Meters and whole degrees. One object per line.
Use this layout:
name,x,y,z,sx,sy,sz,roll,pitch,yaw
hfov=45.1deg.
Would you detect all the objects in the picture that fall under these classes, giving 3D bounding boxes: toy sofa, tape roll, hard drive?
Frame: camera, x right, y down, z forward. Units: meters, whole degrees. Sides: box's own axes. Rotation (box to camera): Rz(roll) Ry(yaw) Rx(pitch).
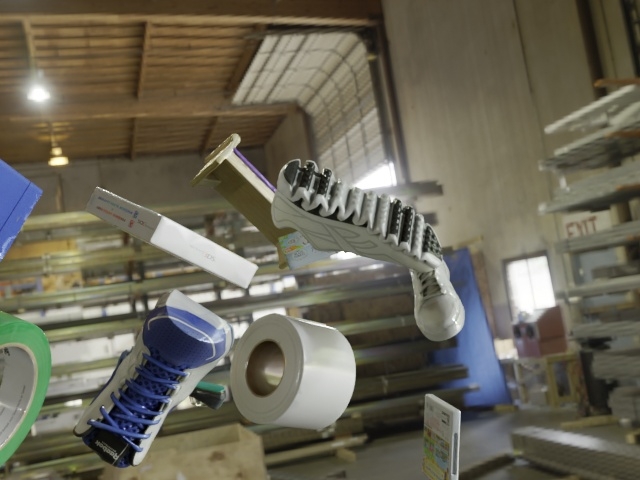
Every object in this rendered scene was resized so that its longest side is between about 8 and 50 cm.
toy sofa,-0.148,-0.114,2.055,0.150,0.362,0.177,-31,19,47
tape roll,-0.065,0.299,1.744,0.246,0.246,0.169,-14,-23,43
hard drive,-0.682,-0.119,1.398,0.040,0.210,0.319,-32,-59,31
tape roll,-0.624,0.286,1.396,0.077,0.321,0.321,18,1,15

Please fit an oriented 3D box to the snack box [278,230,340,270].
snack box,0.000,0.000,1.381,0.141,0.037,0.100,-20,18,-3

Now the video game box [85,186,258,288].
video game box,-0.225,-0.003,1.170,0.187,0.048,0.205,18,-9,43

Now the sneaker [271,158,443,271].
sneaker,0.057,-0.021,1.236,0.292,0.110,0.118,26,-52,-1

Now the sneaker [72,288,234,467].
sneaker,-0.240,0.217,1.077,0.127,0.182,0.315,33,-42,-11

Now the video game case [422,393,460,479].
video game case,0.301,0.507,1.929,0.026,0.206,0.227,3,-2,-9

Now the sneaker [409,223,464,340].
sneaker,0.218,0.075,1.637,0.108,0.169,0.292,-25,27,11

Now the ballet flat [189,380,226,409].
ballet flat,-0.335,0.380,1.959,0.203,0.074,0.074,16,2,19
